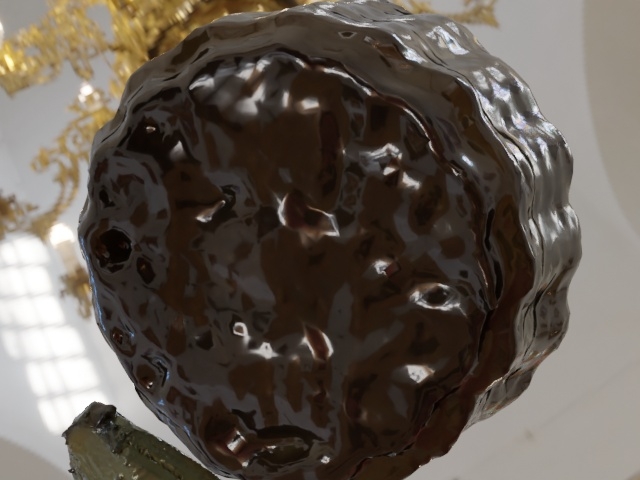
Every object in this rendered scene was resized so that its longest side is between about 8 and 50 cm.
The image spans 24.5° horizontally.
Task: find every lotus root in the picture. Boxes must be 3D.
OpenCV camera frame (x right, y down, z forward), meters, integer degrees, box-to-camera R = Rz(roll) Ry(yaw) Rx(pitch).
[{"bbox_3d":[-0.139,0.187,1.105,0.144,0.143,0.070,42,-114,-12],"label":"lotus root"}]

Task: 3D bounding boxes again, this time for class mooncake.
[{"bbox_3d":[0.000,0.001,0.960,0.324,0.324,0.187,-61,-15,20],"label":"mooncake"}]
